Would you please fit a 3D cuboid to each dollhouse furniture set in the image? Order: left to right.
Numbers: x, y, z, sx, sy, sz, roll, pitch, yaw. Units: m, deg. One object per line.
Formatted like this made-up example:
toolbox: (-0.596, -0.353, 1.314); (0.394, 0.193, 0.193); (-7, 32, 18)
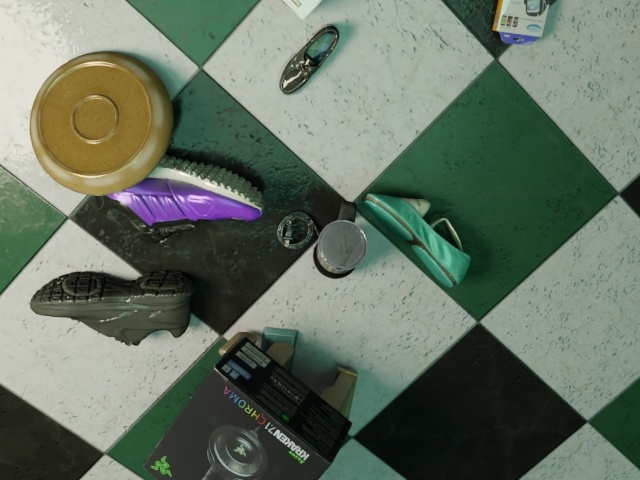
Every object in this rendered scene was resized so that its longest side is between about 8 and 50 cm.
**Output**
dollhouse furniture set: (-0.072, 0.295, 1.340); (0.241, 0.161, 0.212); (15, 110, 13)

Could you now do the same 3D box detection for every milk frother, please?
milk frother: (0.000, 0.000, 1.228); (0.143, 0.135, 0.129); (-7, 80, -5)

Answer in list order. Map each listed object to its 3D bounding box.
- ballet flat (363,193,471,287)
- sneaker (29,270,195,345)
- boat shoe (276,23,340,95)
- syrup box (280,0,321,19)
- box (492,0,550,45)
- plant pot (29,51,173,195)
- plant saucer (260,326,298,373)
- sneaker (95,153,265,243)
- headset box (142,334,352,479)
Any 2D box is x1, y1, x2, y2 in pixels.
ballet flat: (0.181, -0.022, 1.276); (0.247, 0.083, 0.087); (43, 78, -18)
sneaker: (-0.368, 0.129, 1.266); (0.286, 0.109, 0.130); (2, 117, -4)
boat shoe: (-0.022, -0.295, 1.165); (0.049, 0.040, 0.142); (37, 103, -17)
syrup box: (0.017, -0.455, 1.080); (0.096, 0.093, 0.237); (40, 102, -18)
box: (0.334, -0.393, 1.167); (0.081, 0.028, 0.136); (6, 113, -7)
plant pot: (-0.352, -0.190, 1.124); (0.236, 0.032, 0.237); (-1, 84, 5)
plant saucer: (-0.090, 0.259, 1.383); (0.067, 0.018, 0.192); (7, 111, -7)
sneaker: (-0.243, -0.059, 1.208); (0.293, 0.102, 0.146); (15, 109, -3)
headset box: (-0.132, 0.356, 1.217); (0.246, 0.131, 0.283); (39, 114, 5)
